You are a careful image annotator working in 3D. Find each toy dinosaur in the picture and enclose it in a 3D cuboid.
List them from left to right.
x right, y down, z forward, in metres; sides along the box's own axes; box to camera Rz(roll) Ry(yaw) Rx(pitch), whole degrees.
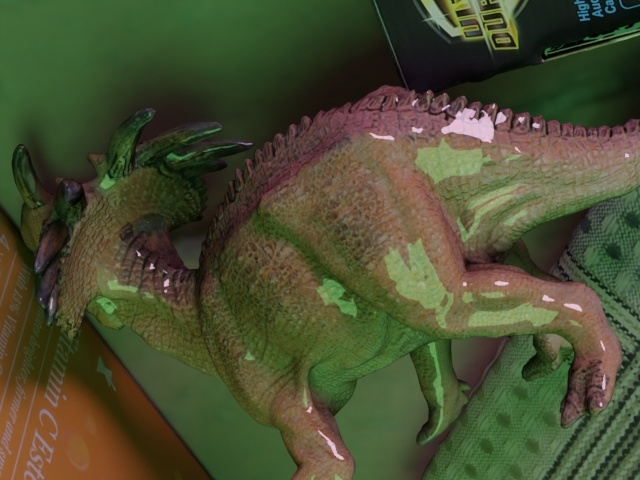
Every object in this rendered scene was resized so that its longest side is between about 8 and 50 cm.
[{"bbox_3d":[0.000,0.000,0.707,0.295,0.127,0.200,-33,96,27],"label":"toy dinosaur"}]

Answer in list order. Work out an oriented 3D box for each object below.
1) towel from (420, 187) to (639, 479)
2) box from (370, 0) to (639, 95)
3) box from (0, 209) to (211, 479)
[{"bbox_3d":[0.202,0.114,0.747,0.312,0.056,0.324,42,127,19],"label":"towel"},{"bbox_3d":[0.122,-0.219,0.621,0.293,0.073,0.295,-15,122,13],"label":"box"},{"bbox_3d":[-0.137,0.192,0.824,0.168,0.215,0.345,-24,120,17],"label":"box"}]
